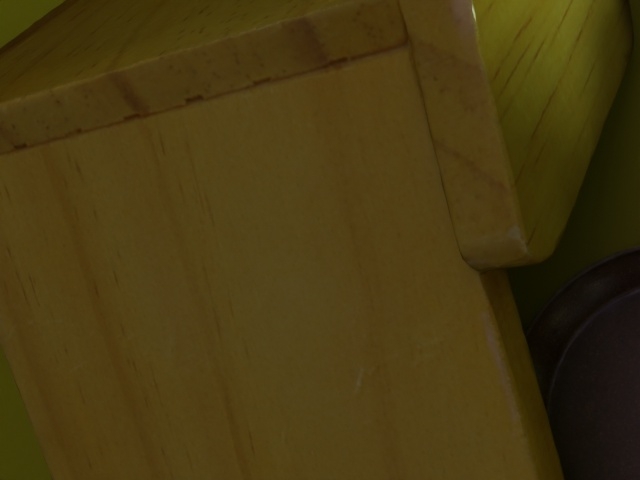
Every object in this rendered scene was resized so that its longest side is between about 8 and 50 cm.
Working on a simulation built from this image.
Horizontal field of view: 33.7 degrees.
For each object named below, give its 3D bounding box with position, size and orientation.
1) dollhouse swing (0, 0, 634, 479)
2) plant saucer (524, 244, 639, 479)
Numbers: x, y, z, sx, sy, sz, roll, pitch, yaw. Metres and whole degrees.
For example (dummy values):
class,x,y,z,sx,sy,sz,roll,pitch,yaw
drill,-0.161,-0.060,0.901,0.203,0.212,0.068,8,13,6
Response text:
class,x,y,z,sx,sy,sz,roll,pitch,yaw
dollhouse swing,0.000,0.000,0.582,0.347,0.315,0.305,-10,120,33
plant saucer,0.171,0.085,0.500,0.168,0.029,0.168,-7,76,30
